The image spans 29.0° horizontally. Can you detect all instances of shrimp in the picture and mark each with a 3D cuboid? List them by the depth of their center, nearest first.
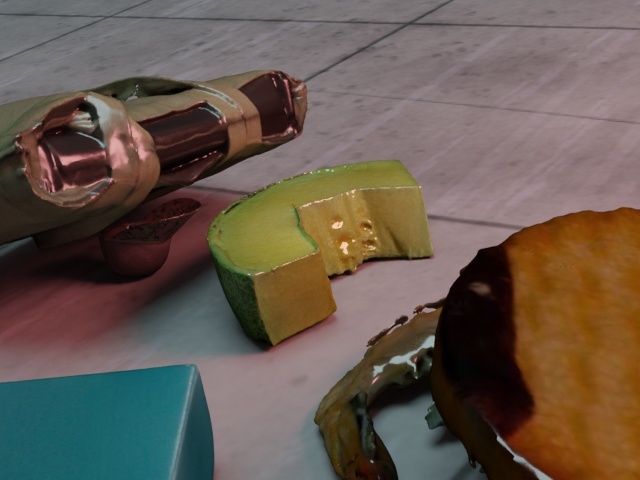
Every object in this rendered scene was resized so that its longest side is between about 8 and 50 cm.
[{"bbox_3d":[0.074,0.090,0.637,0.173,0.058,0.253,-10,23,14],"label":"shrimp"}]

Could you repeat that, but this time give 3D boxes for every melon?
[{"bbox_3d":[0.000,0.000,0.853,0.209,0.064,0.118,-24,27,-36],"label":"melon"}]

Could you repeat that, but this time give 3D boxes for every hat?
[{"bbox_3d":[-0.122,0.001,0.906,0.087,0.042,0.058,-18,13,21],"label":"hat"}]

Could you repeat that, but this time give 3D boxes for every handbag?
[{"bbox_3d":[-0.185,-0.057,0.912,0.253,0.109,0.316,-14,6,40],"label":"handbag"}]

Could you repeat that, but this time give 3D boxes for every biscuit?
[{"bbox_3d":[0.207,0.070,0.561,0.318,0.040,0.318,4,29,-2],"label":"biscuit"}]

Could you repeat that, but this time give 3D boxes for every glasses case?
[{"bbox_3d":[-0.209,0.133,0.626,0.301,0.070,0.117,-4,30,6],"label":"glasses case"}]
